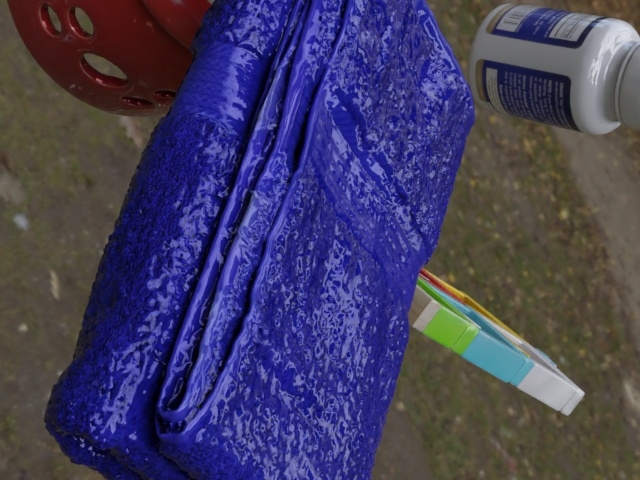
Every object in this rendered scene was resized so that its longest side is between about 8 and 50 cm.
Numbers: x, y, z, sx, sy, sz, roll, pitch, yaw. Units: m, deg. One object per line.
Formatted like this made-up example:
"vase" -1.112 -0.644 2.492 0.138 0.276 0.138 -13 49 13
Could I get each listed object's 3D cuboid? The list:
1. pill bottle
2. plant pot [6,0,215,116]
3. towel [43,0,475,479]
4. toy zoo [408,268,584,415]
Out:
"pill bottle" 0.247 -0.162 1.064 0.112 0.186 0.112 -22 122 -42
"plant pot" -0.088 -0.183 0.712 0.191 0.174 0.191 1 88 -35
"towel" 0.000 0.000 0.559 0.227 0.076 0.308 47 53 -46
"toy zoo" 0.127 0.072 1.030 0.293 0.030 0.192 31 8 -42
